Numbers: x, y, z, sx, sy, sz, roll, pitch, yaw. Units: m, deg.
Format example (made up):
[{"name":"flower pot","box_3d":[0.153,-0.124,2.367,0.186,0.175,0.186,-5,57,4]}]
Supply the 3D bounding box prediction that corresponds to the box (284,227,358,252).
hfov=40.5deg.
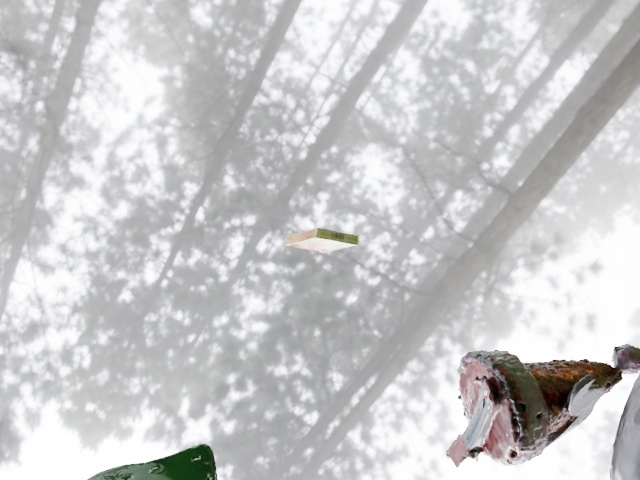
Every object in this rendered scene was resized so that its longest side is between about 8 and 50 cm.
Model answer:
[{"name":"box","box_3d":[0.000,0.000,1.077,0.058,0.093,0.015,10,-101,-26]}]

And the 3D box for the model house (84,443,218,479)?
[{"name":"model house","box_3d":[-0.103,0.229,0.559,0.117,0.088,0.167,-20,-148,1]}]

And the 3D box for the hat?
[{"name":"hat","box_3d":[0.251,0.165,0.924,0.227,0.140,0.129,-13,-152,-18]}]

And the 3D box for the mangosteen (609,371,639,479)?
[{"name":"mangosteen","box_3d":[0.268,0.142,0.412,0.288,0.288,0.288,18,-138,-17]}]
